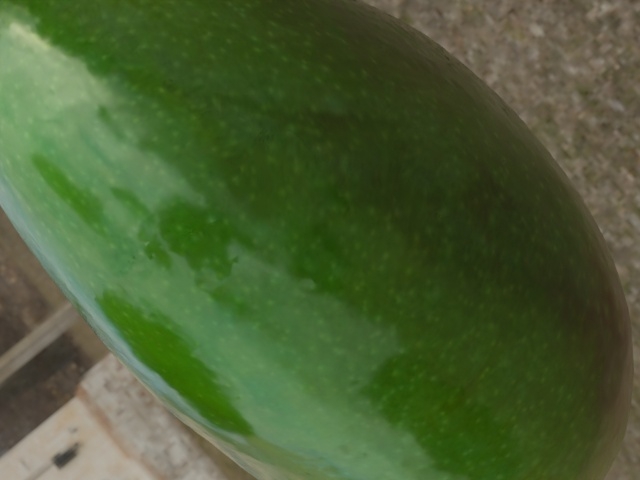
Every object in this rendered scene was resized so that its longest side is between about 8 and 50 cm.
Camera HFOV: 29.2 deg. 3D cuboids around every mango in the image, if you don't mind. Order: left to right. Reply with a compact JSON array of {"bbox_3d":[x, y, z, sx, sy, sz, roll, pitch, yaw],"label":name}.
[{"bbox_3d":[0.000,0.000,0.537,0.382,0.201,0.225,38,-149,-36],"label":"mango"}]
